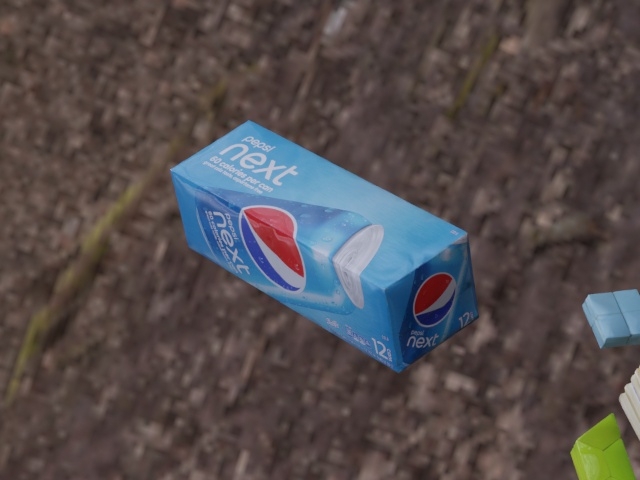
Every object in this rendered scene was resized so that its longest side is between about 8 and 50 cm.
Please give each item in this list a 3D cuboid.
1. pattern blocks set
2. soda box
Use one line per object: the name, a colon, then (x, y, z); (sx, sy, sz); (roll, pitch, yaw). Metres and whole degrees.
pattern blocks set: (0.333, 0.171, 1.523); (0.026, 0.285, 0.325); (108, 160, -51)
soda box: (0.000, 0.000, 1.214); (0.210, 0.071, 0.067); (29, 141, 43)
